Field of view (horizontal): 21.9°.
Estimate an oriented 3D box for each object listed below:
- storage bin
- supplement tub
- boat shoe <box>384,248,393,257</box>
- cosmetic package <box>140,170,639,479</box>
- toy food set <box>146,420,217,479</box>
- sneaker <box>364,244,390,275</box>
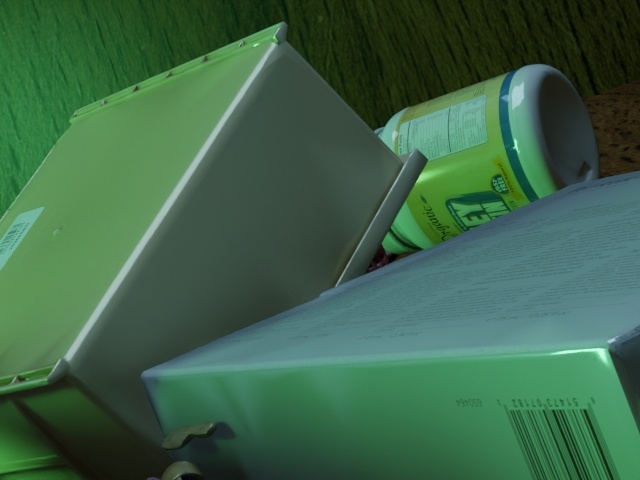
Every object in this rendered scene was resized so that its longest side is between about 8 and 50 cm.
[{"bbox_3d":[-0.114,0.033,0.960,0.260,0.123,0.262,-15,37,49],"label":"storage bin"},{"bbox_3d":[0.144,-0.070,1.546,0.200,0.144,0.144,-18,6,32],"label":"supplement tub"},{"bbox_3d":[0.000,0.000,1.669,0.103,0.092,0.285,-18,5,23],"label":"boat shoe"},{"bbox_3d":[0.127,0.038,0.706,0.284,0.097,0.377,-25,6,-27],"label":"cosmetic package"},{"bbox_3d":[-0.083,0.136,0.732,0.122,0.019,0.078,-56,15,-23],"label":"toy food set"},{"bbox_3d":[-0.042,0.047,1.182,0.112,0.121,0.299,-28,0,34],"label":"sneaker"}]
